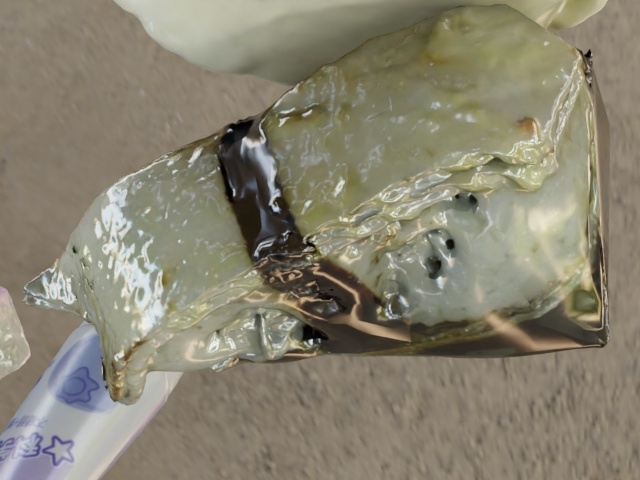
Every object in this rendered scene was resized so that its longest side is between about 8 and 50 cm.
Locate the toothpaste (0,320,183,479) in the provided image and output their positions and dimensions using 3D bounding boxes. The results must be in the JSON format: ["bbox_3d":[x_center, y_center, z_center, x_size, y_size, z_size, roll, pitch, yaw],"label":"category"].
[{"bbox_3d":[-0.197,0.175,1.243,0.080,0.125,0.371,45,55,-16],"label":"toothpaste"}]

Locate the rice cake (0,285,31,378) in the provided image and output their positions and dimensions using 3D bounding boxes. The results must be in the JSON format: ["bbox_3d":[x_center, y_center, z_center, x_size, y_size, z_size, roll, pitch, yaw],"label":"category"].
[{"bbox_3d":[-0.397,0.118,1.371,0.399,0.064,0.070,-18,103,-29],"label":"rice cake"}]

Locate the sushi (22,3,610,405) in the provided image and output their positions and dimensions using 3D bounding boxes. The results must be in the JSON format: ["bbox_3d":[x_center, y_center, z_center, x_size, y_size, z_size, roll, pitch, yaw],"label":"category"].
[{"bbox_3d":[-0.012,-0.015,0.811,0.273,0.109,0.134,-8,72,9],"label":"sushi"}]

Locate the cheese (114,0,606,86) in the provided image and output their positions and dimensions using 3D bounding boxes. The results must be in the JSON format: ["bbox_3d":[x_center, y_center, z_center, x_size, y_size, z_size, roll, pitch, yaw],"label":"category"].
[{"bbox_3d":[0.038,-0.223,0.865,0.292,0.153,0.332,24,64,-15],"label":"cheese"}]
